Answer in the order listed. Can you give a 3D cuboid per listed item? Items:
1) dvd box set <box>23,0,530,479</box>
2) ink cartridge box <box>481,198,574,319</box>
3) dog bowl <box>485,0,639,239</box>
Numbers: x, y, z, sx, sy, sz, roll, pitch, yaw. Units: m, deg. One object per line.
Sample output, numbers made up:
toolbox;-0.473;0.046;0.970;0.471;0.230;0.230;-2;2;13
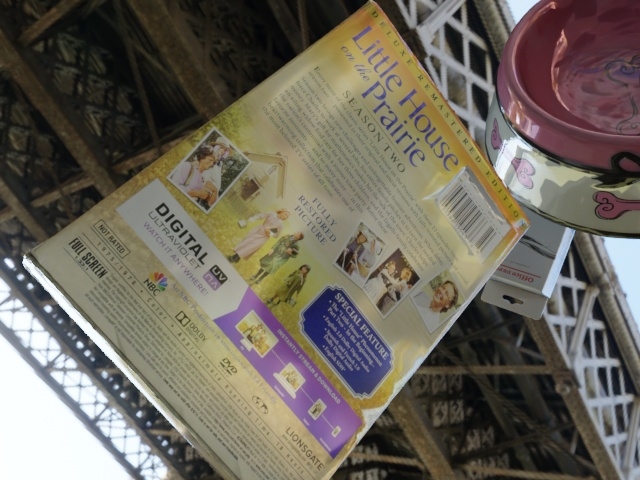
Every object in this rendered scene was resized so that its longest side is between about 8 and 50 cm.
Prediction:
dvd box set;0.000;0.000;0.583;0.307;0.420;0.062;51;-27;-12
ink cartridge box;0.319;0.021;0.947;0.104;0.180;0.060;19;-5;32
dog bowl;0.424;-0.209;0.820;0.408;0.407;0.150;12;-28;27
